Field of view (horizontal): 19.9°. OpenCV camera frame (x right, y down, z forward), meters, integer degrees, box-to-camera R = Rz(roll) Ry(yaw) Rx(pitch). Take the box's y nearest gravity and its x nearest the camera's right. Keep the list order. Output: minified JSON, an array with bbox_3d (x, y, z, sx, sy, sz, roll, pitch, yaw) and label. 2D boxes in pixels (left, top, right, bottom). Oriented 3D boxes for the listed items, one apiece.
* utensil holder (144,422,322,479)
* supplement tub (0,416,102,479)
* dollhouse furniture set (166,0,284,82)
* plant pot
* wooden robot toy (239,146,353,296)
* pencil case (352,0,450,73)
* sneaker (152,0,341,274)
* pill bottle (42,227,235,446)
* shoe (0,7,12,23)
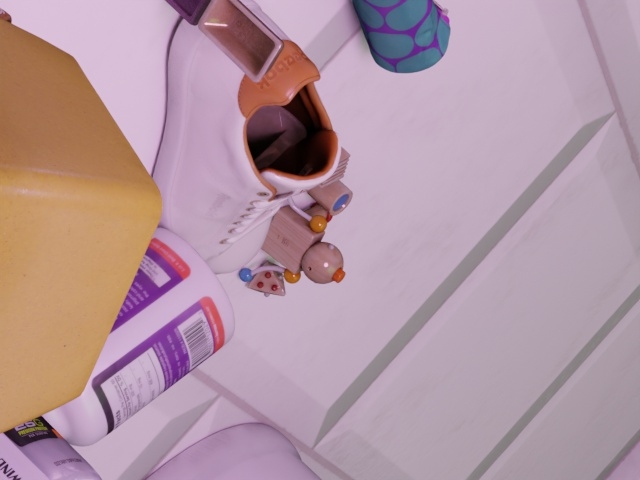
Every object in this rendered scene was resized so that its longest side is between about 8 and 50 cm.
[{"bbox_3d":[-0.026,0.422,1.748,0.327,0.385,0.327,-37,154,-22],"label":"utensil holder"},{"bbox_3d":[-0.242,0.141,1.206,0.117,0.190,0.117,-39,155,-22],"label":"supplement tub"},{"bbox_3d":[-0.070,-0.163,1.150,0.081,0.114,0.091,0,129,-54],"label":"dollhouse furniture set"},{"bbox_3d":[-0.209,-0.012,0.951,0.187,0.212,0.212,1,128,-36],"label":"plant pot"},{"bbox_3d":[0.000,0.000,1.545,0.076,0.079,0.173,-16,141,-50],"label":"wooden robot toy"},{"bbox_3d":[0.059,-0.190,1.385,0.070,0.064,0.152,-30,154,-3],"label":"pencil case"},{"bbox_3d":[-0.051,-0.046,1.342,0.106,0.123,0.290,-39,155,-25],"label":"sneaker"},{"bbox_3d":[-0.167,0.084,1.351,0.193,0.108,0.108,-36,153,-25],"label":"pill bottle"},{"bbox_3d":[-0.246,-0.061,1.082,0.219,0.058,0.076,-60,-175,32],"label":"shoe"}]
